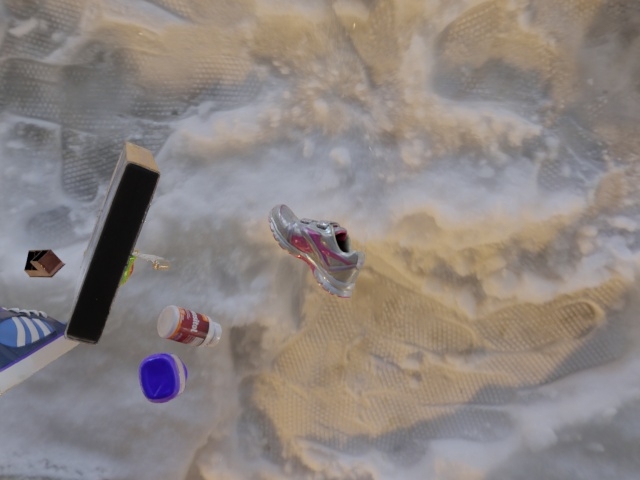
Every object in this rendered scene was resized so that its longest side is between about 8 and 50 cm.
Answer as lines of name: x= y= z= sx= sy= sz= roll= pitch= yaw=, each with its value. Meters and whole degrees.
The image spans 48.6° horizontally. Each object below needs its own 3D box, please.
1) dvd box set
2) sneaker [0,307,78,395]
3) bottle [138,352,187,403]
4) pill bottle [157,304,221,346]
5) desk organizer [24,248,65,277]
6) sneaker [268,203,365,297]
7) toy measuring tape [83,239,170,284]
dvd box set: x=-0.382 y=-0.018 z=1.307 sx=0.062 sy=0.420 sz=0.307 roll=20 pitch=95 yaw=-19
sneaker: x=-0.553 y=0.130 z=1.193 sx=0.130 sy=0.323 sz=0.236 roll=-33 pitch=94 yaw=14
bottle: x=-0.387 y=0.340 z=1.777 sx=0.092 sy=0.283 sz=0.118 roll=-12 pitch=84 yaw=-6
pill bottle: x=-0.332 y=0.224 z=1.811 sx=0.152 sy=0.086 sz=0.086 roll=24 pitch=104 yaw=-40
desk organizer: x=-0.659 y=0.054 z=1.666 sx=0.047 sy=0.130 sz=0.050 roll=-53 pitch=122 yaw=-32
sneaker: x=0.000 y=0.000 z=1.454 sx=0.252 sy=0.103 sz=0.111 roll=43 pitch=106 yaw=20
toy measuring tape: x=-0.476 y=0.073 z=1.704 sx=0.330 sy=0.121 sz=0.121 roll=12 pitch=106 yaw=41
